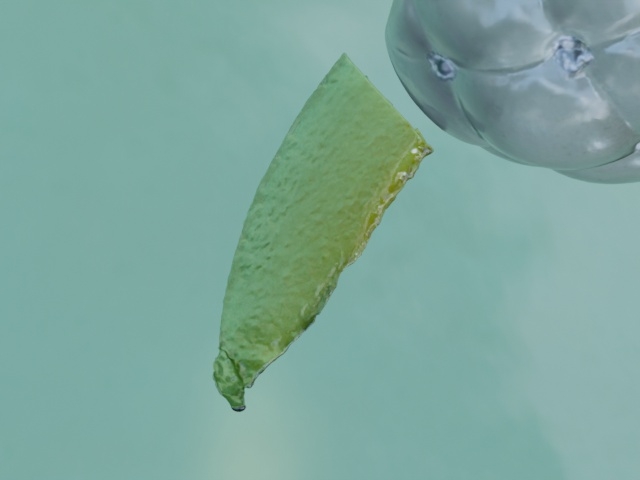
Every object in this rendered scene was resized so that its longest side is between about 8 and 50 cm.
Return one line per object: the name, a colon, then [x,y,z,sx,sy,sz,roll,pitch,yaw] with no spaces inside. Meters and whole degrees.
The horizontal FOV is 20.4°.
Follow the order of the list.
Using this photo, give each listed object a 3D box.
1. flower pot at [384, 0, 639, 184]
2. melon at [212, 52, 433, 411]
flower pot: [0.146,-0.152,0.979,0.195,0.246,0.246,18,115,-1]
melon: [-0.001,0.000,1.179,0.053,0.114,0.261,47,64,-46]
